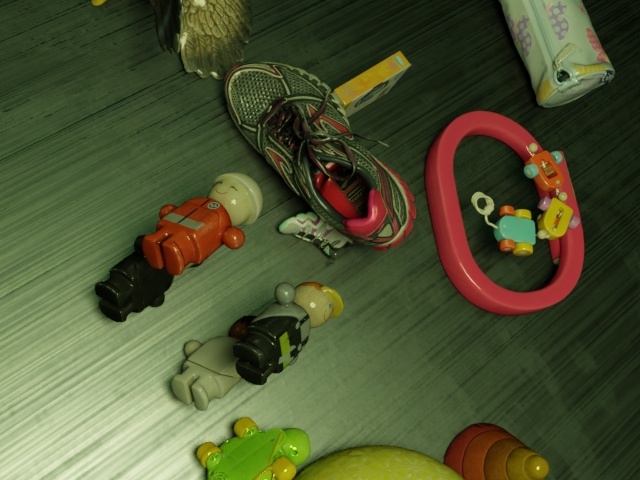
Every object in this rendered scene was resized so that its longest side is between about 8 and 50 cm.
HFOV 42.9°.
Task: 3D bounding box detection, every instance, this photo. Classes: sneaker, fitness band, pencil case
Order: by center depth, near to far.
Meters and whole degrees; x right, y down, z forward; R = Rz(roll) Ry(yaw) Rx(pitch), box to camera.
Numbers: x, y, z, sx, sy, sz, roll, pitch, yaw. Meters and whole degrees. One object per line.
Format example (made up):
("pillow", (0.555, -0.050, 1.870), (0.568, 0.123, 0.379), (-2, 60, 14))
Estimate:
("sneaker", (-0.007, -0.115, 0.964), (0.299, 0.112, 0.121), (44, 102, 18))
("sneaker", (0.000, 0.000, 1.012), (0.098, 0.038, 0.069), (-9, 75, -22))
("fitness band", (0.249, -0.041, 1.115), (0.209, 0.054, 0.291), (-4, 73, -19))
("pencil case", (0.327, -0.332, 1.200), (0.124, 0.113, 0.273), (-7, 73, -45))

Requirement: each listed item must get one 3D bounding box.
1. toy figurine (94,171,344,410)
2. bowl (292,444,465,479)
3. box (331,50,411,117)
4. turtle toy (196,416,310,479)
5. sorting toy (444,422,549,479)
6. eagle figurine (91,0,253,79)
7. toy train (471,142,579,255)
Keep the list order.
("toy figurine", (-0.106, 0.055, 0.865), (0.209, 0.213, 0.148), (50, 47, -3))
("bowl", (0.090, 0.335, 0.837), (0.289, 0.156, 0.289), (11, 56, -16))
("box", (0.060, -0.201, 1.078), (0.136, 0.081, 0.028), (-37, 87, -27))
("turtle toy", (-0.066, 0.245, 0.888), (0.130, 0.066, 0.095), (-31, 47, -25))
("sorting toy", (0.293, 0.374, 0.950), (0.127, 0.126, 0.366), (-30, 84, -26))
("eagle figurine", (-0.198, -0.354, 0.982), (0.298, 0.225, 0.226), (43, 53, 9))
("toy train", (0.268, -0.047, 1.071), (0.166, 0.046, 0.125), (-31, 83, -26))
